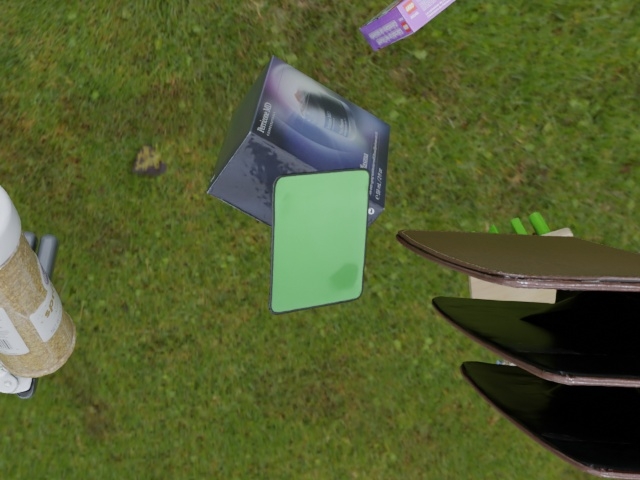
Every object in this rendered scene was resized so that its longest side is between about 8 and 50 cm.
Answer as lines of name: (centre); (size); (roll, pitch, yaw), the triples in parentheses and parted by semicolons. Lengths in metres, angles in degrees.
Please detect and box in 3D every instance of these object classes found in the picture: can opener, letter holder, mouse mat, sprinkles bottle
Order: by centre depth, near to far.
letter holder: (0.184, 0.080, 0.734); (0.214, 0.302, 0.152); (4, 96, -10)
sprinkles bottle: (-0.417, 0.060, 1.105); (0.121, 0.121, 0.355); (-8, 150, -7)
mouse mat: (0.000, 0.000, 1.116); (0.153, 0.007, 0.189); (-7, 108, -33)
can opener: (-0.503, 0.125, 1.438); (0.074, 0.093, 0.280); (8, 77, -4)

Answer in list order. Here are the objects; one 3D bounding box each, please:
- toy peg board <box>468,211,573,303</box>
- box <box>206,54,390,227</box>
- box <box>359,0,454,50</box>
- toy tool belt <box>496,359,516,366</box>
toy peg board: (0.303, 0.039, 1.328); (0.161, 0.079, 0.160); (-16, 136, 0)
box: (-0.032, -0.163, 1.658); (0.294, 0.296, 0.183); (28, 128, -16)
box: (0.224, -0.462, 1.528); (0.293, 0.201, 0.057); (-39, 102, -10)
toy tool belt: (0.255, 0.174, 1.126); (0.052, 0.083, 0.051); (5, 150, -22)
